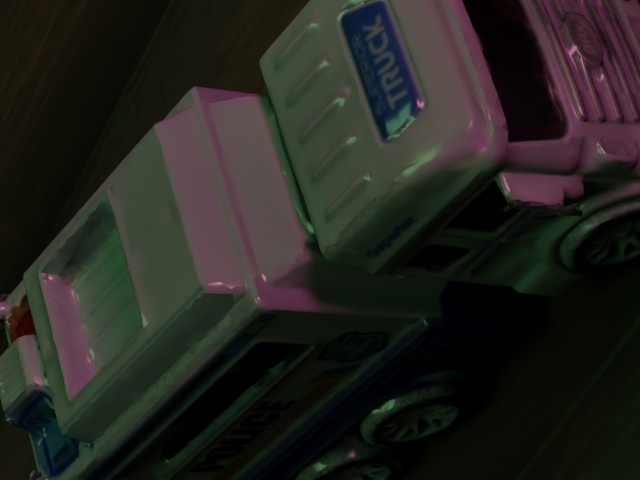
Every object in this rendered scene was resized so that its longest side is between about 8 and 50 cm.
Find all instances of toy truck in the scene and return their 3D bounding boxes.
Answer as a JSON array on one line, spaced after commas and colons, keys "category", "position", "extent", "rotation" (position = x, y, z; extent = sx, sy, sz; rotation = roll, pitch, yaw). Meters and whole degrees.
[{"category": "toy truck", "position": [0.000, 0.000, 0.744], "extent": [0.268, 0.155, 0.124], "rotation": [-45, 53, 41]}]
